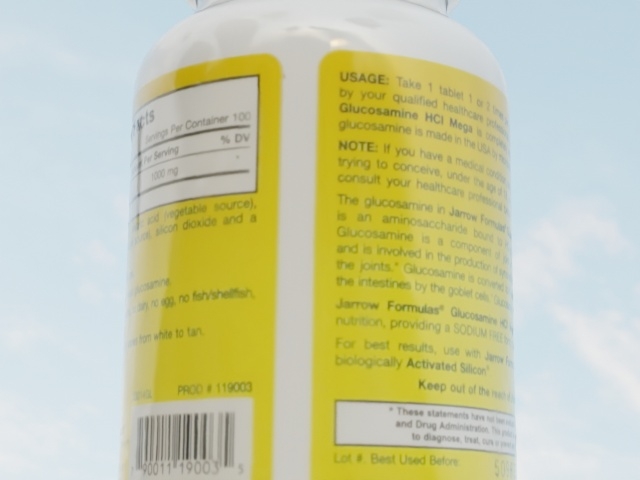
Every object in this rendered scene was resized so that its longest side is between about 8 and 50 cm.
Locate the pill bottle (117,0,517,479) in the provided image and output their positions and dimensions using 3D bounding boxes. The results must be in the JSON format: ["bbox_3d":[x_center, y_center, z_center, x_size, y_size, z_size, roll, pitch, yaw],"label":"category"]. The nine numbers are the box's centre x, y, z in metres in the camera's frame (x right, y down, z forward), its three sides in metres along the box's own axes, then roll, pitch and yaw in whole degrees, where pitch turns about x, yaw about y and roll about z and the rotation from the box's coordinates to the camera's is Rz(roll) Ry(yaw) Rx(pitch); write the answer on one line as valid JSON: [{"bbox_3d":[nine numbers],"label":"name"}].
[{"bbox_3d":[0.000,0.000,0.689,0.187,0.334,0.188,1,-12,0],"label":"pill bottle"}]
